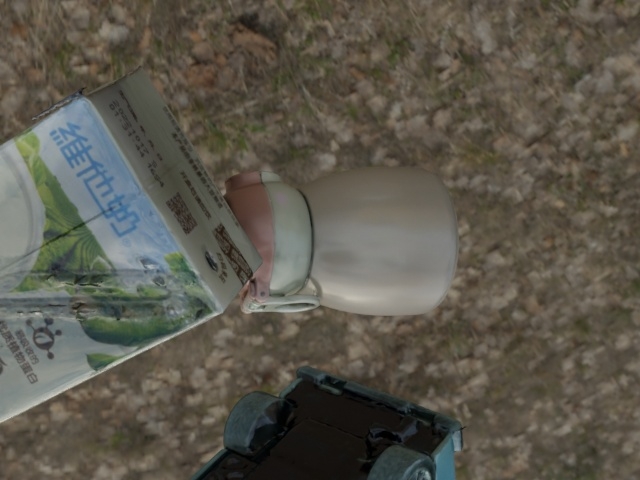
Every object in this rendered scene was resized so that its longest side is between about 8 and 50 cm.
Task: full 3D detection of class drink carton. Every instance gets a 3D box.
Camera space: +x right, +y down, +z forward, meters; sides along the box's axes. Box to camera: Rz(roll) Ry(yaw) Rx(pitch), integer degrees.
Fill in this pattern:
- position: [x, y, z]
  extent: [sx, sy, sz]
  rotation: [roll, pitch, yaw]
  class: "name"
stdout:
- position: [-0.239, 0.023, 0.867]
  extent: [0.325, 0.132, 0.194]
  rotation: [-27, 102, 21]
  class: "drink carton"

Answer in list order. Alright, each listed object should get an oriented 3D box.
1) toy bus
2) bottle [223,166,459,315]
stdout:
- position: [-0.034, 0.216, 0.615]
  extent: [0.271, 0.133, 0.164]
  rotation: [-39, 132, -40]
  class: "toy bus"
- position: [0.000, 0.000, 1.032]
  extent: [0.237, 0.147, 0.147]
  rotation: [0, 128, -20]
  class: "bottle"
